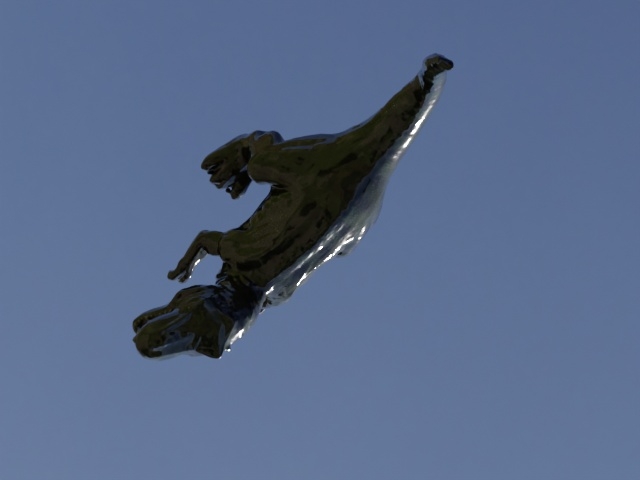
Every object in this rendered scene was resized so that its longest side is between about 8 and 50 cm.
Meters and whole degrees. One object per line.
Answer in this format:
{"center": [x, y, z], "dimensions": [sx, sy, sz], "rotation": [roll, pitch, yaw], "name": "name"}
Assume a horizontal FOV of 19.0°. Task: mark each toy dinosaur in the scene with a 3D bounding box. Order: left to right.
{"center": [0.000, 0.000, 0.940], "dimensions": [0.187, 0.087, 0.179], "rotation": [-59, -152, -13], "name": "toy dinosaur"}
